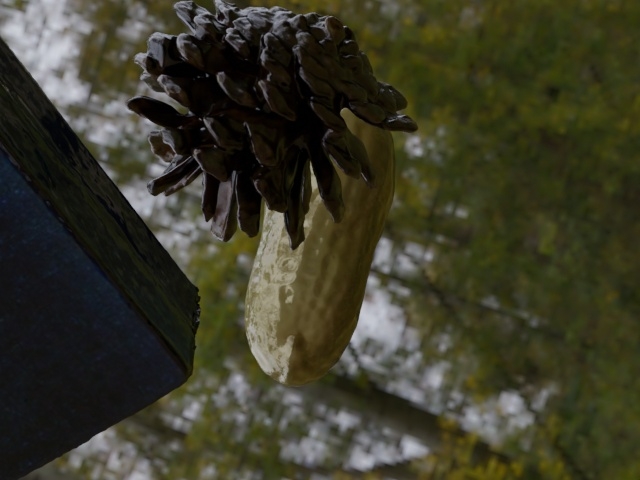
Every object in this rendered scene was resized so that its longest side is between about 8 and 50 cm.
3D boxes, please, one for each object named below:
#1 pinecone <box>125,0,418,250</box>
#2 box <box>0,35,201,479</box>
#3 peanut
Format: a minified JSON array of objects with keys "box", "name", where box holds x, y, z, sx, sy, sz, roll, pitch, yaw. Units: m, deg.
[{"box":[-0.050,-0.097,1.385,0.201,0.229,0.202,-63,9,-3],"name":"pinecone"},{"box":[-0.256,0.018,1.013,0.279,0.261,0.116,54,-163,-25],"name":"box"},{"box":[0.000,0.000,1.786,0.147,0.147,0.319,52,-132,-72],"name":"peanut"}]
